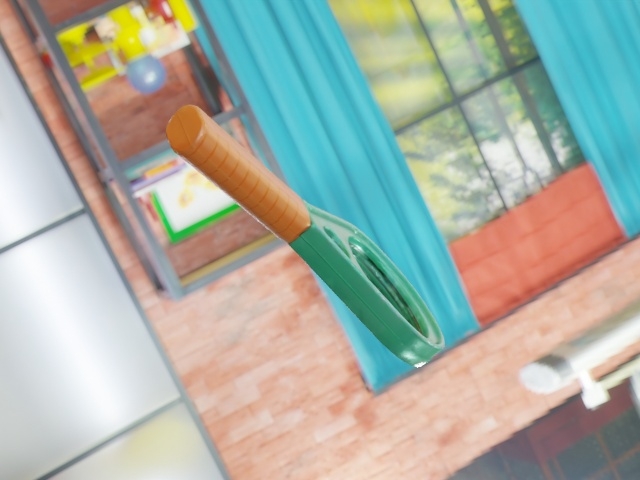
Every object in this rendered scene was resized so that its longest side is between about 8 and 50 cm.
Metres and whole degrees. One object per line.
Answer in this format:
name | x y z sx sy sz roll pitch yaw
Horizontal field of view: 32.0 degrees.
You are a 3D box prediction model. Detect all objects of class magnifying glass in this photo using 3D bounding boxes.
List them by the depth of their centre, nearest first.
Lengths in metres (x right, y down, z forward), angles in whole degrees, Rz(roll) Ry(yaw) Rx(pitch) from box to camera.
magnifying glass | 0.000 0.000 0.602 0.026 0.231 0.092 -40 -135 13
